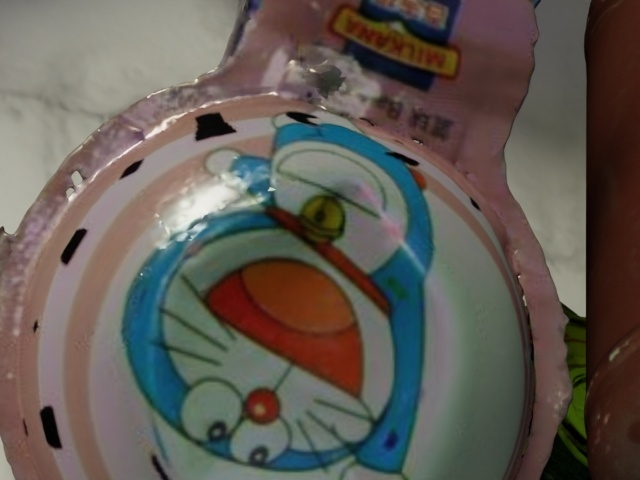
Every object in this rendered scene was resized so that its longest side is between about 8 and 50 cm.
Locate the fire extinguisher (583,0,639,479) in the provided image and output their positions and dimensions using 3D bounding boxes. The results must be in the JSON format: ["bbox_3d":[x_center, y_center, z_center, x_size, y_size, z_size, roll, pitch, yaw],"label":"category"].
[{"bbox_3d":[0.158,0.034,0.606,0.147,0.106,0.337,37,38,-24],"label":"fire extinguisher"}]

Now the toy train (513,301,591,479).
[{"bbox_3d":[0.049,0.031,0.633,0.250,0.053,0.085,35,40,-11],"label":"toy train"}]

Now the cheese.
[{"bbox_3d":[0.000,0.000,0.546,0.189,0.074,0.286,21,82,-11],"label":"cheese"}]
